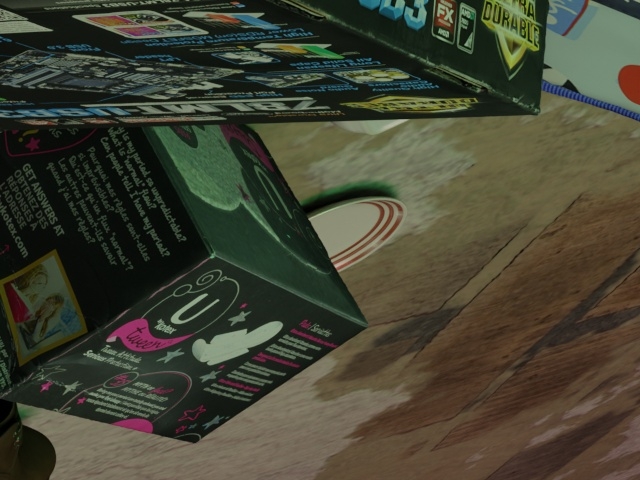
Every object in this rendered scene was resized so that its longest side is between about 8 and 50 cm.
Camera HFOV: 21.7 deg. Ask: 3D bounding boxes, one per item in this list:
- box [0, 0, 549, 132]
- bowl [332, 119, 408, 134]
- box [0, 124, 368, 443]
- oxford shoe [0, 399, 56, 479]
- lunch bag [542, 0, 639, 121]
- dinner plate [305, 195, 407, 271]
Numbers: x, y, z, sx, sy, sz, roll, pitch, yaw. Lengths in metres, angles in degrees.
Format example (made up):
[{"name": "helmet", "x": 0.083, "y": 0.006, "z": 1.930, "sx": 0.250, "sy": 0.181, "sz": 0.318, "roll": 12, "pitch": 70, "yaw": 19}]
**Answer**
[{"name": "box", "x": -0.101, "y": -0.098, "z": 0.637, "sx": 0.296, "sy": 0.073, "sz": 0.293, "roll": 2, "pitch": 176, "yaw": 30}, {"name": "bowl", "x": 0.054, "y": -0.117, "z": 1.004, "sx": 0.142, "sy": 0.053, "sz": 0.142, "roll": -25, "pitch": 162, "yaw": 1}, {"name": "box", "x": -0.099, "y": 0.002, "z": 0.954, "sx": 0.142, "sy": 0.163, "sz": 0.247, "roll": -33, "pitch": 159, "yaw": 10}, {"name": "oxford shoe", "x": -0.253, "y": 0.153, "z": 1.266, "sx": 0.096, "sy": 0.082, "sz": 0.227, "roll": -35, "pitch": 160, "yaw": 11}, {"name": "lunch bag", "x": 0.266, "y": -0.195, "z": 0.801, "sx": 0.386, "sy": 0.239, "sz": 0.328, "roll": -8, "pitch": 162, "yaw": -8}, {"name": "dinner plate", "x": 0.000, "y": 0.000, "z": 1.281, "sx": 0.141, "sy": 0.017, "sz": 0.141, "roll": -22, "pitch": 159, "yaw": -9}]
